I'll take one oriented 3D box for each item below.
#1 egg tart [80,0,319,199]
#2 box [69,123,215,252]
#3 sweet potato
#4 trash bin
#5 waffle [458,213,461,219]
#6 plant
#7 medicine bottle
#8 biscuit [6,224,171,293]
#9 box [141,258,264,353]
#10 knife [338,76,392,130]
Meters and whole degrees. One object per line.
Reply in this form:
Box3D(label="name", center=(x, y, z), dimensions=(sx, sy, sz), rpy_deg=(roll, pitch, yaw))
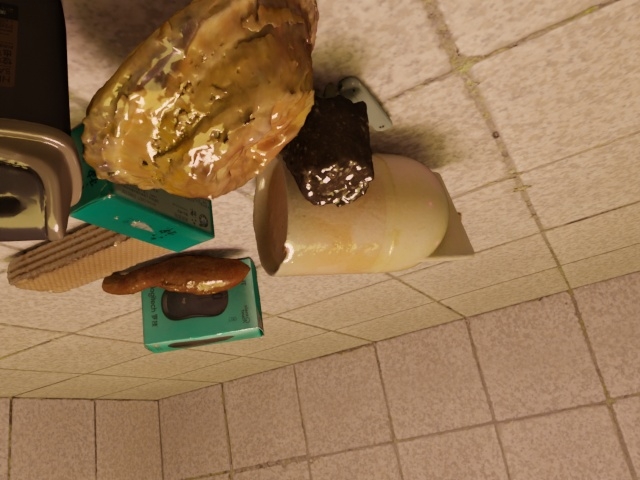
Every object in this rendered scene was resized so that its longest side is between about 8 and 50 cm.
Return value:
Box3D(label="egg tart", center=(-0.118, -0.162, 0.701), dimensions=(0.352, 0.150, 0.352), rpy_deg=(-38, 174, -5))
Box3D(label="box", center=(-0.292, -0.087, 0.949), dimensions=(0.092, 0.153, 0.245), rpy_deg=(-20, 156, 23))
Box3D(label="sweet potato", center=(-0.371, 0.092, 1.442), dimensions=(0.385, 0.109, 0.109), rpy_deg=(-5, 159, 0))
Box3D(label="trash bin", center=(-0.367, -0.135, 0.604), dimensions=(0.209, 0.291, 0.182), rpy_deg=(-2, 157, -19))
Box3D(label="waffle", center=(0.299, -0.054, 1.490), dimensions=(0.135, 0.021, 0.092), rpy_deg=(10, 149, -41))
Box3D(label="plant", center=(0.006, -0.156, 0.870), dimensions=(0.129, 0.195, 0.132), rpy_deg=(0, 145, -30))
Box3D(label="medicine bottle", center=(0.092, -0.053, 1.100), dimensions=(0.406, 0.236, 0.236), rpy_deg=(-1, 157, -21))
Box3D(label="biscuit", center=(-0.490, 0.027, 1.247), dimensions=(0.425, 0.079, 0.144), rpy_deg=(-18, 158, 21))
Box3D(label="box", center=(-0.319, 0.176, 1.534), dimensions=(0.311, 0.205, 0.118), rpy_deg=(-7, 161, -5))
Box3D(label="knife", center=(0.074, -0.224, 0.950), dimensions=(0.044, 0.023, 0.162), rpy_deg=(-22, 156, 22))
